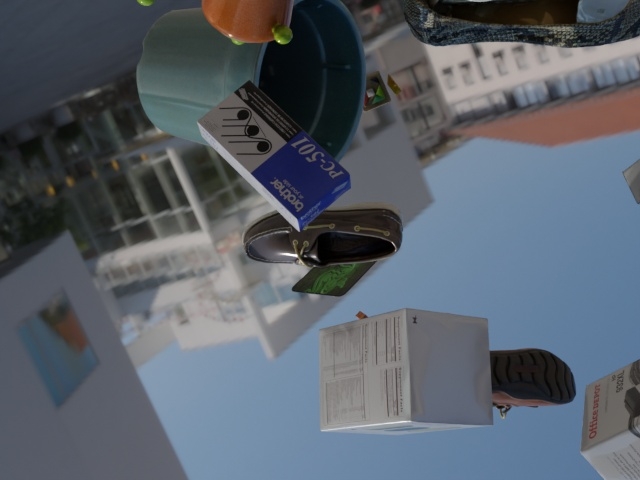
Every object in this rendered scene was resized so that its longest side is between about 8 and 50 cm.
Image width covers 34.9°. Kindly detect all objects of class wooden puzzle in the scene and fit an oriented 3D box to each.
[{"bbox_3d":[0.110,-0.321,2.193,0.116,0.078,0.014,-27,-174,22],"label":"wooden puzzle"}]

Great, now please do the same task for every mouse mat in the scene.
[{"bbox_3d":[0.042,0.063,2.232,0.153,0.007,0.189,4,-144,40],"label":"mouse mat"}]

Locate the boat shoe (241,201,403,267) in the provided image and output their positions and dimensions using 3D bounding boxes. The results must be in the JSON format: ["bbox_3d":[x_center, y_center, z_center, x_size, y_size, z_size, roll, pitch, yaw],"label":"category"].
[{"bbox_3d":[0.000,0.000,1.992,0.324,0.116,0.096,-6,-142,8],"label":"boat shoe"}]

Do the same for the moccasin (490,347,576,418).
[{"bbox_3d":[0.424,0.322,2.292,0.380,0.139,0.147,2,159,-36],"label":"moccasin"}]

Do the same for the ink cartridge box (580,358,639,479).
[{"bbox_3d":[0.674,0.327,1.998,0.307,0.129,0.223,-36,-166,32],"label":"ink cartridge box"}]

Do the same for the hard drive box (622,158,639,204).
[{"bbox_3d":[0.787,-0.163,2.136,0.181,0.089,0.232,7,143,-36],"label":"hard drive box"}]

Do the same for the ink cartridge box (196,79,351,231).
[{"bbox_3d":[-0.063,-0.117,1.380,0.097,0.207,0.046,-41,160,-13],"label":"ink cartridge box"}]

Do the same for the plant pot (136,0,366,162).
[{"bbox_3d":[-0.144,-0.305,1.927,0.334,0.341,0.341,13,-148,34],"label":"plant pot"}]

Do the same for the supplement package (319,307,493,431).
[{"bbox_3d":[0.151,0.248,1.868,0.199,0.198,0.263,10,162,-34],"label":"supplement package"}]

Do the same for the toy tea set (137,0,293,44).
[{"bbox_3d":[-0.129,-0.331,1.104,0.200,0.124,0.336,7,-132,-14],"label":"toy tea set"}]

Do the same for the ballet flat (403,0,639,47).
[{"bbox_3d":[0.382,-0.425,1.782,0.483,0.164,0.182,-1,169,11],"label":"ballet flat"}]

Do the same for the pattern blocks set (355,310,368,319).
[{"bbox_3d":[0.192,0.271,2.393,0.026,0.285,0.325,-47,158,-5],"label":"pattern blocks set"}]
